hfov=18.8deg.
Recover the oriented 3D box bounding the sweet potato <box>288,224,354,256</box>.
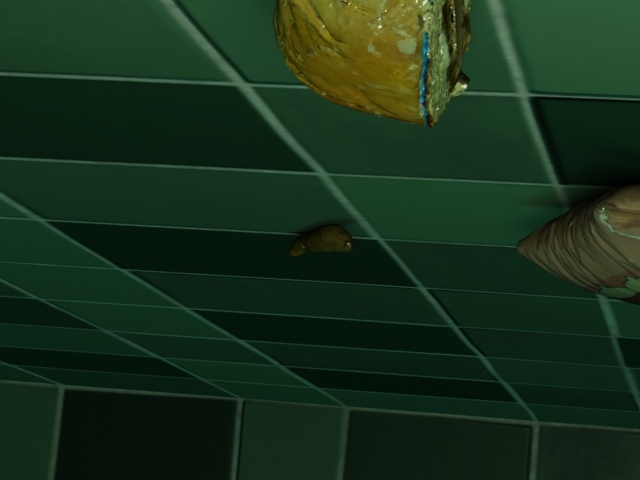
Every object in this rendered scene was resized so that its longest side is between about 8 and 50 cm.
[{"bbox_3d":[0.000,0.000,1.676,0.026,0.026,0.115,11,173,-25],"label":"sweet potato"}]

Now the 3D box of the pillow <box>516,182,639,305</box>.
[{"bbox_3d":[0.273,0.008,1.406,0.223,0.084,0.236,9,167,-5],"label":"pillow"}]

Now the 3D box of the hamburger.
[{"bbox_3d":[0.018,-0.103,0.935,0.102,0.087,0.176,2,172,9],"label":"hamburger"}]
